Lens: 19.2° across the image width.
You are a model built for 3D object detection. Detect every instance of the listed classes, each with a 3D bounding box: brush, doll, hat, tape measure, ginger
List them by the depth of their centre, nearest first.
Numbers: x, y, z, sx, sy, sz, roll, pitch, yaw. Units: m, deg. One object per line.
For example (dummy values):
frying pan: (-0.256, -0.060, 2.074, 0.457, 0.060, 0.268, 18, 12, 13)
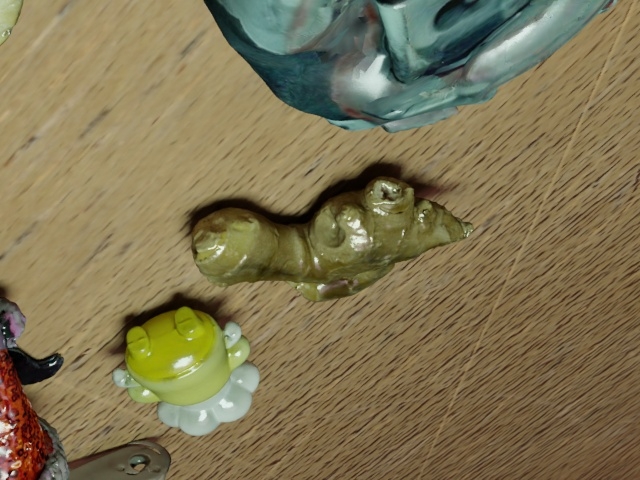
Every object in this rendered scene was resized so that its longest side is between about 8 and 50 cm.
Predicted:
tape measure: (0.064, -0.182, 1.034, 0.275, 0.147, 0.256, -26, 151, -1)
hat: (-0.250, 0.126, 1.375, 0.140, 0.129, 0.227, -1, 133, -12)
ginger: (0.001, -0.005, 1.384, 0.214, 0.059, 0.133, 11, 144, -46)
doll: (-0.102, 0.102, 1.477, 0.106, 0.062, 0.162, -21, 152, 2)
brush: (-0.268, 0.216, 1.543, 0.313, 0.072, 0.067, -16, 137, -18)

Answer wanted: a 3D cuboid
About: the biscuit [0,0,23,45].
biscuit: (-0.231, -0.125, 1.032, 0.152, 0.020, 0.152, -18, 151, -11)
